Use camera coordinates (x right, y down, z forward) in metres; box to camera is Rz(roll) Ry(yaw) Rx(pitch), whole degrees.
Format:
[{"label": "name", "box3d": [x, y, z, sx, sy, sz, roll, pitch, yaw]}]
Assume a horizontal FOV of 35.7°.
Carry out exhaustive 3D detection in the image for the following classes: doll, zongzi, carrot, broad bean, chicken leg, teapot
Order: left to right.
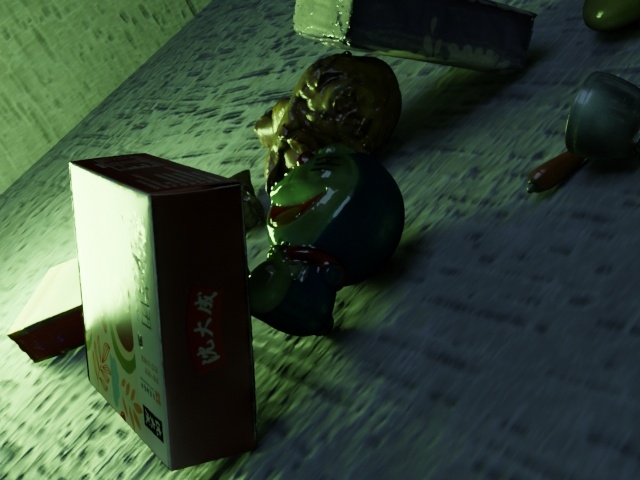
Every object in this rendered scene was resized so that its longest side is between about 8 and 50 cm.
[{"label": "zongzi", "box3d": [-0.134, -0.083, 1.817, 0.160, 0.078, 0.176, 2, 36, 44]}, {"label": "chicken leg", "box3d": [-0.034, -0.186, 1.782, 0.409, 0.182, 0.295, 3, 62, 58]}, {"label": "doll", "box3d": [0.000, 0.000, 1.379, 0.198, 0.186, 0.322, -4, 49, 57]}, {"label": "carrot", "box3d": [0.325, -0.104, 1.319, 0.142, 0.035, 0.035, -36, 25, -13]}, {"label": "teapot", "box3d": [0.385, -0.148, 1.266, 0.108, 0.149, 0.111, 24, 102, 30]}, {"label": "broad bean", "box3d": [0.512, -0.419, 1.512, 0.263, 0.121, 0.189, -29, 23, 20]}]

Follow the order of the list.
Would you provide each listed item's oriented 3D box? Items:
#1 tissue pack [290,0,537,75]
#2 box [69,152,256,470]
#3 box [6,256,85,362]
[{"label": "tissue pack", "box3d": [0.154, -0.361, 1.644, 0.242, 0.344, 0.125, -148, 65, -63]}, {"label": "box", "box3d": [-0.225, 0.073, 1.350, 0.122, 0.344, 0.385, -8, 14, -26]}, {"label": "box", "box3d": [-0.409, 0.096, 1.833, 0.313, 0.089, 0.197, -20, 32, 30]}]
